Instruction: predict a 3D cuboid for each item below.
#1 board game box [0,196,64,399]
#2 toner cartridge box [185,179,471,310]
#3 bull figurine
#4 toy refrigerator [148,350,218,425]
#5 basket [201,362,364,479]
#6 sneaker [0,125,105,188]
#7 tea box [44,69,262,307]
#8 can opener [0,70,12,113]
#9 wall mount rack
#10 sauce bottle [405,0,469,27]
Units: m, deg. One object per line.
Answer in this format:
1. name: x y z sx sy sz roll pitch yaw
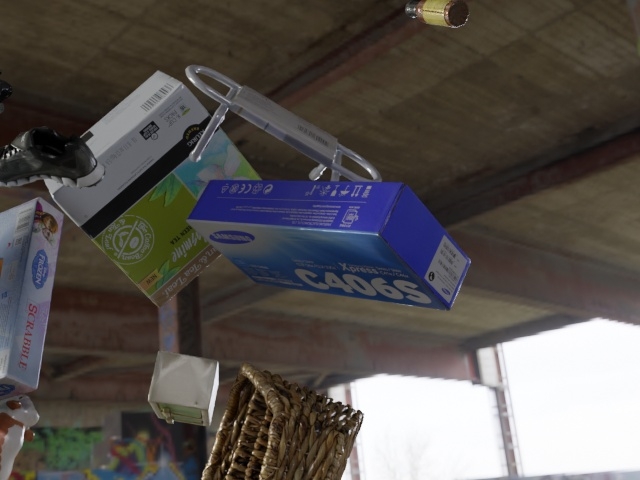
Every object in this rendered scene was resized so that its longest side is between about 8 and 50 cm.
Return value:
1. board game box: -0.570 0.119 1.358 0.318 0.318 0.066 -17 -36 22
2. toner cartridge box: 0.000 0.000 1.079 0.348 0.075 0.165 4 -32 45
3. bull figurine: -0.543 0.363 1.278 0.188 0.310 0.101 3 -22 10
4. toy refrigerator: -0.239 0.271 1.503 0.102 0.094 0.269 11 -18 -4
5. basket: -0.092 0.365 1.272 0.223 0.299 0.213 21 5 10
6. sneaker: -0.477 -0.145 1.397 0.234 0.078 0.106 3 -42 12
7. tea box: -0.326 -0.108 1.720 0.323 0.329 0.220 51 -7 -29
8. can opener: -0.575 -0.204 1.352 0.186 0.073 0.059 -41 -15 -10
9. wall mount rack: -0.078 -0.156 1.383 0.350 0.304 0.130 30 -70 -9
10. sauce bottle: 0.173 -0.347 1.282 0.042 0.042 0.128 5 16 -30
